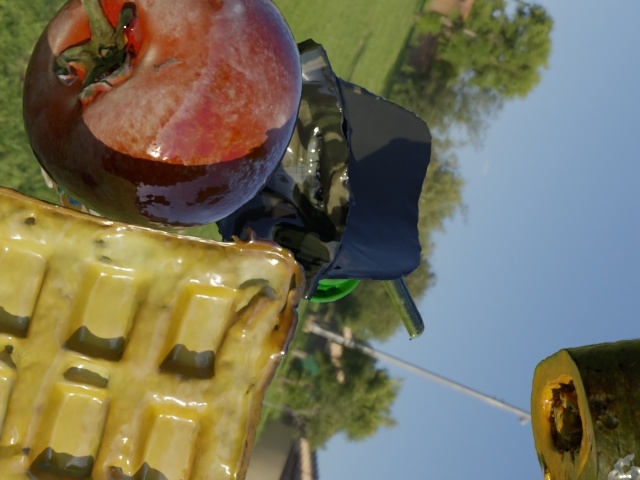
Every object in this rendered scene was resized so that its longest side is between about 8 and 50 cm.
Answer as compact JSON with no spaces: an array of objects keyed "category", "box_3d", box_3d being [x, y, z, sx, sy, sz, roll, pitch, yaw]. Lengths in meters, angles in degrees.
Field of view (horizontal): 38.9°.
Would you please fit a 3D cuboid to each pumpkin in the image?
[{"category":"pumpkin","box_3d":[0.340,0.230,1.040,0.317,0.139,0.222,99,-15,-76]}]

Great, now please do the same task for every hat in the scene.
[{"category":"hat","box_3d":[0.000,-0.089,1.384,0.381,0.257,0.367,17,80,-64]}]

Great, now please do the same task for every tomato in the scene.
[{"category":"tomato","box_3d":[-0.139,-0.138,0.869,0.227,0.270,0.270,30,80,-51]}]

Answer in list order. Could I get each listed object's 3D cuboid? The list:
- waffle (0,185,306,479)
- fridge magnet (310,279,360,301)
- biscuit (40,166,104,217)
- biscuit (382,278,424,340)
[{"category":"waffle","box_3d":[-0.209,0.112,0.693,0.077,0.348,0.304,125,-22,-79]},{"category":"fridge magnet","box_3d":[0.000,0.000,1.528,0.088,0.208,0.208,-15,-131,60]},{"category":"biscuit","box_3d":[-0.293,-0.085,1.090,0.031,0.138,0.205,-19,175,-34]},{"category":"biscuit","box_3d":[0.124,0.042,1.784,0.038,0.323,0.099,-26,175,11]}]
